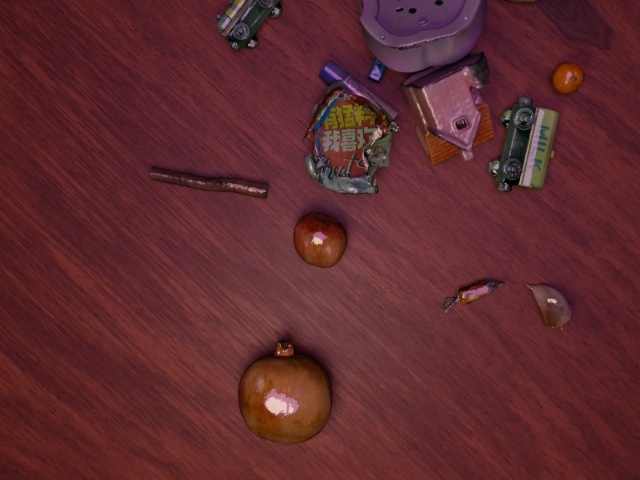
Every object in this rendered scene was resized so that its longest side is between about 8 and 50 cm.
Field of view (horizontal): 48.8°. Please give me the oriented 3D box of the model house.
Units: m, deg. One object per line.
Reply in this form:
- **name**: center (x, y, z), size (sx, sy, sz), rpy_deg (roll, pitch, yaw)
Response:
- **model house**: center (0.352, -0.330, 1.798), size (0.202, 0.237, 0.237), rpy_deg (-24, 106, -3)

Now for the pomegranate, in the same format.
- **pomegranate**: center (-0.092, 0.394, 1.855), size (0.252, 0.229, 0.270), rpy_deg (5, 88, 2)

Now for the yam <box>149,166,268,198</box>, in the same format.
- **yam**: center (-0.306, -0.159, 1.928), size (0.327, 0.045, 0.045), rpy_deg (9, 71, 3)

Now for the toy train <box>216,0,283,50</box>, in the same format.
- **toy train**: center (-0.196, -0.611, 1.886), size (0.132, 0.083, 0.200), rpy_deg (41, 94, 11)

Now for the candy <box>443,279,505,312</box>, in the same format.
- **candy**: center (0.409, 0.141, 1.904), size (0.182, 0.053, 0.046), rpy_deg (-25, 91, 6)

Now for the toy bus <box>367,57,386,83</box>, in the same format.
- **toy bus**: center (0.158, -0.466, 1.888), size (0.038, 0.046, 0.083), rpy_deg (25, 95, 1)

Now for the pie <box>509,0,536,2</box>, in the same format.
- **pie**: center (0.506, -0.776, 1.835), size (0.315, 0.092, 0.315), rpy_deg (0, 95, 3)

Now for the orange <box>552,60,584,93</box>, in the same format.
- **orange**: center (0.650, -0.427, 1.850), size (0.084, 0.083, 0.083), rpy_deg (0, 93, 3)

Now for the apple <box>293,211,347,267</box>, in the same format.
- **apple**: center (0.000, 0.000, 1.873), size (0.146, 0.146, 0.131), rpy_deg (18, 112, 2)

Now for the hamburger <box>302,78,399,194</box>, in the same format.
- **hamburger**: center (0.087, -0.261, 1.842), size (0.260, 0.150, 0.276), rpy_deg (27, 117, 24)

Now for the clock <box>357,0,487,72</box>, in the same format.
- **clock**: center (0.256, -0.594, 1.783), size (0.339, 0.102, 0.338), rpy_deg (-6, 65, 14)

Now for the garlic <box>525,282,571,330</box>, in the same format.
- **garlic**: center (0.621, 0.170, 1.887), size (0.084, 0.066, 0.152), rpy_deg (-24, 94, 6)

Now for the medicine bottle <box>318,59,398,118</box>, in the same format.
- **medicine bottle**: center (0.101, -0.390, 1.888), size (0.231, 0.059, 0.059), rpy_deg (38, 94, 0)

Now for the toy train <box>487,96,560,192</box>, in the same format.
- **toy train**: center (0.548, -0.244, 1.862), size (0.157, 0.105, 0.253), rpy_deg (11, 93, -12)
